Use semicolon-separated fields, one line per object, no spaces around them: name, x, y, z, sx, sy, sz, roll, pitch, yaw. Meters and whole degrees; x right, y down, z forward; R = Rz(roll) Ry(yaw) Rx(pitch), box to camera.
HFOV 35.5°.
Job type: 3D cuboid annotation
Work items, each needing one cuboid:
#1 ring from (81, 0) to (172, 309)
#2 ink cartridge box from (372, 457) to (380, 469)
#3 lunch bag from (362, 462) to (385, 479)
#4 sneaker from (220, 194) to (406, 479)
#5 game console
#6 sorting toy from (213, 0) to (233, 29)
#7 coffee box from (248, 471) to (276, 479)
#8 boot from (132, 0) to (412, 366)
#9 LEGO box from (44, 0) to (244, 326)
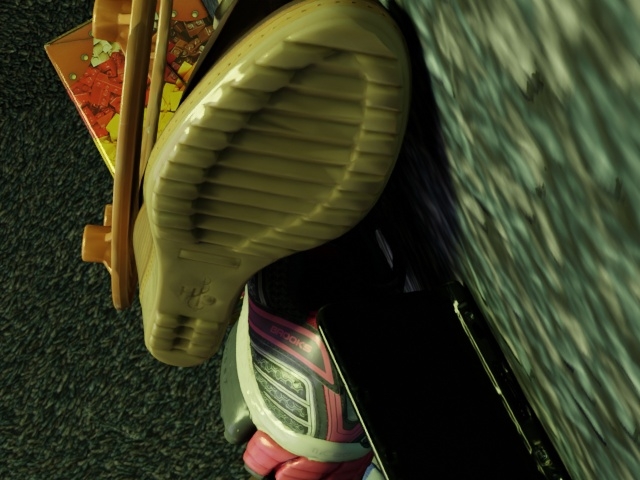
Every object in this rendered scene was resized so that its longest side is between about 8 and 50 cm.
ring;-0.114;-0.125;0.628;0.336;0.032;0.337;-174;90;-82
ink cartridge box;0.056;0.226;1.393;0.153;0.086;0.208;-120;8;-59
lunch bag;0.117;0.473;0.968;0.385;0.239;0.328;50;-176;-26
sneaker;0.000;0.000;0.606;0.299;0.120;0.112;-105;30;-46
game console;0.057;0.086;0.443;0.107;0.071;0.122;72;174;-62
sorting toy;-0.104;-0.285;0.832;0.193;0.038;0.208;-130;21;-79
coffee box;0.047;0.242;0.520;0.246;0.098;0.141;35;-175;-16
boot;-0.033;-0.078;0.478;0.248;0.090;0.207;127;153;-49
LEGO box;-0.153;-0.086;1.384;0.373;0.193;0.500;61;177;5
